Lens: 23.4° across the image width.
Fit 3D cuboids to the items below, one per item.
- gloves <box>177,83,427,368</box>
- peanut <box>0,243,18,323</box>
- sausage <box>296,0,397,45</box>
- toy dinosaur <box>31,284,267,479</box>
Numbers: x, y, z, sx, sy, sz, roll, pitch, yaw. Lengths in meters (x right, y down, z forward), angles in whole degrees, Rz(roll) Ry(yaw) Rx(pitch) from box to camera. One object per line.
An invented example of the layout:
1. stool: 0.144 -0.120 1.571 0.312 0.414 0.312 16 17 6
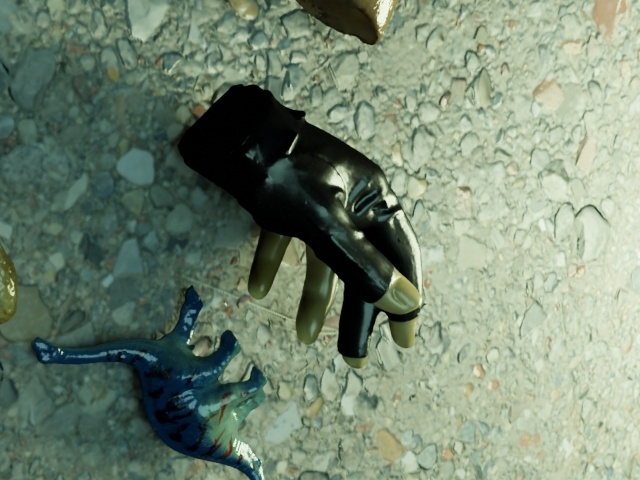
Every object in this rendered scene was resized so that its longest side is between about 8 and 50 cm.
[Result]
1. gloves: 0.003 -0.008 1.434 0.152 0.197 0.301 -32 115 -16
2. peanut: -0.290 0.022 1.316 0.054 0.054 0.113 -33 116 -27
3. sausage: 0.049 -0.323 1.454 0.123 0.123 0.253 26 82 -36
4. toy dinosaur: -0.112 0.142 1.454 0.144 0.076 0.329 -51 121 -9
